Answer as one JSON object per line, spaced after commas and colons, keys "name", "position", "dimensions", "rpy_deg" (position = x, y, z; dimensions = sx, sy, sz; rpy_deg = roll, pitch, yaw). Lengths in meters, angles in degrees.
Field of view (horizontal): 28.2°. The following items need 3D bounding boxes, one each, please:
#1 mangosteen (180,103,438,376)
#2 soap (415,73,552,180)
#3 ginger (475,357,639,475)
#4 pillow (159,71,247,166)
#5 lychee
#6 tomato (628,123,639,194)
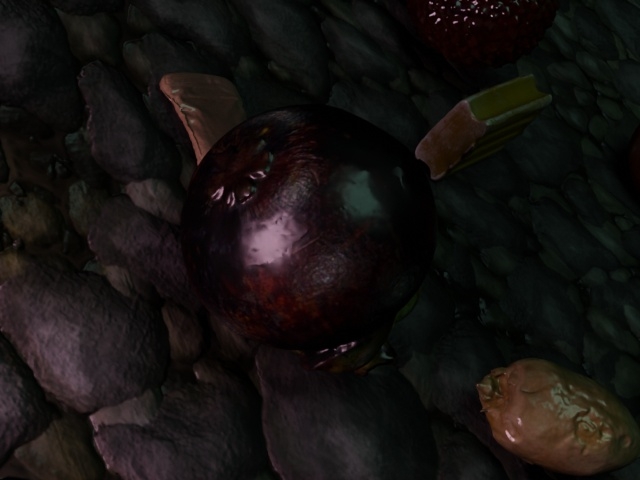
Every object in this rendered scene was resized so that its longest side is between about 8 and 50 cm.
{"name": "mangosteen", "position": [-0.007, -0.007, 1.503], "dimensions": [0.330, 0.330, 0.330], "rpy_deg": [25, 42, -24]}
{"name": "soap", "position": [0.263, -0.183, 2.034], "dimensions": [0.073, 0.140, 0.232], "rpy_deg": [52, 38, 9]}
{"name": "ginger", "position": [0.328, 0.247, 1.709], "dimensions": [0.267, 0.152, 0.138], "rpy_deg": [30, 69, -26]}
{"name": "pillow", "position": [-0.135, -0.146, 1.724], "dimensions": [0.135, 0.034, 0.211], "rpy_deg": [-2, 55, -39]}
{"name": "lychee", "position": [0.276, -0.423, 2.169], "dimensions": [0.300, 0.264, 0.264], "rpy_deg": [38, 32, -45]}
{"name": "tomato", "position": [0.656, -0.124, 2.383], "dimensions": [0.237, 0.095, 0.236], "rpy_deg": [26, 43, -28]}
